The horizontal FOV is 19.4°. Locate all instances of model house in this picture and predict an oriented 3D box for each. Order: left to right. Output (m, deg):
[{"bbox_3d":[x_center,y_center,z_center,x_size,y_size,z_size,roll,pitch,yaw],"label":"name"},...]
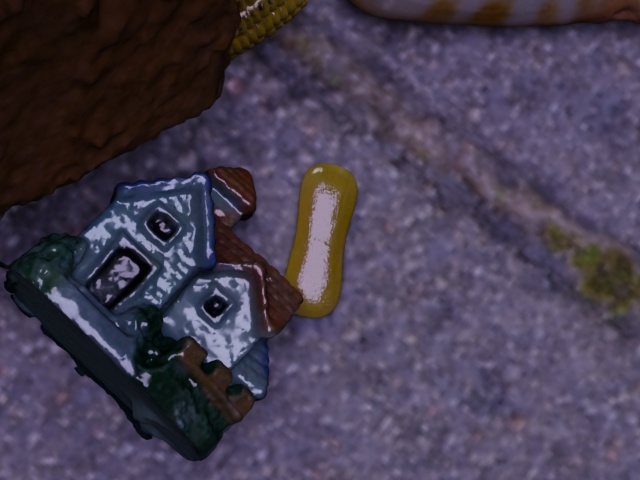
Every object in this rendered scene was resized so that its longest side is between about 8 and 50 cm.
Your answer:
[{"bbox_3d":[-0.072,0.019,1.009,0.148,0.119,0.148,41,74,1],"label":"model house"}]

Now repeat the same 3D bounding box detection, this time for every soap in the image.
[{"bbox_3d":[0.000,0.000,1.061,0.034,0.012,0.089,10,83,-4],"label":"soap"}]

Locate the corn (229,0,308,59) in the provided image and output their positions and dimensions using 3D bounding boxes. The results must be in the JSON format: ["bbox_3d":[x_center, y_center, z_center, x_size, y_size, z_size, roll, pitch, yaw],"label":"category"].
[{"bbox_3d":[-0.091,-0.112,1.039,0.203,0.072,0.072,-34,87,-7],"label":"corn"}]

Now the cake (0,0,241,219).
[{"bbox_3d":[-0.211,-0.159,0.881,0.256,0.282,0.290,-32,68,-21],"label":"cake"}]

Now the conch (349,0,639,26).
[{"bbox_3d":[0.091,-0.200,1.035,0.255,0.127,0.158,10,81,-6],"label":"conch"}]
